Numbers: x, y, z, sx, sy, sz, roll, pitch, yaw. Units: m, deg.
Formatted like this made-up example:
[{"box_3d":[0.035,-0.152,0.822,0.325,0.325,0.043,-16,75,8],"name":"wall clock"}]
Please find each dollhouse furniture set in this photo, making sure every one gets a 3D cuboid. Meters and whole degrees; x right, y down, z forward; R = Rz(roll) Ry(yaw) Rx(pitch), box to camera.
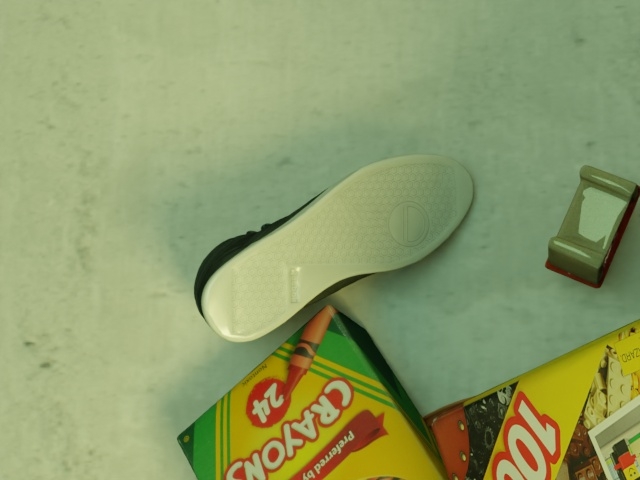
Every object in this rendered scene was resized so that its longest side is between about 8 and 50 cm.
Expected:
[{"box_3d":[0.335,0.023,1.398,0.259,0.135,0.262,23,87,14],"name":"dollhouse furniture set"}]

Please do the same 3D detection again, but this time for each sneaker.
[{"box_3d":[0.000,0.000,1.536,0.296,0.147,0.104,-29,100,-17],"name":"sneaker"}]

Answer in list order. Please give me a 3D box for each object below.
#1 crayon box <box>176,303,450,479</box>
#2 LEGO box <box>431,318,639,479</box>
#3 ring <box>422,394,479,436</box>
[{"box_3d":[0.021,0.235,1.435,0.202,0.081,0.318,-42,50,8],"name":"crayon box"},{"box_3d":[0.315,0.216,1.051,0.193,0.500,0.372,-13,77,-26],"name":"LEGO box"},{"box_3d":[0.148,0.288,1.404,0.337,0.032,0.336,-13,61,25],"name":"ring"}]
